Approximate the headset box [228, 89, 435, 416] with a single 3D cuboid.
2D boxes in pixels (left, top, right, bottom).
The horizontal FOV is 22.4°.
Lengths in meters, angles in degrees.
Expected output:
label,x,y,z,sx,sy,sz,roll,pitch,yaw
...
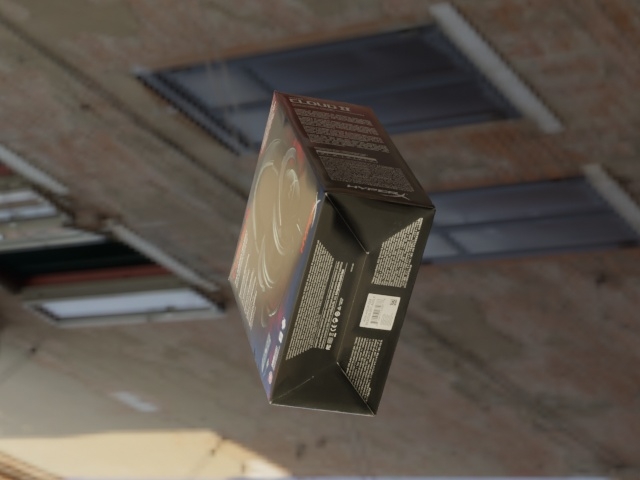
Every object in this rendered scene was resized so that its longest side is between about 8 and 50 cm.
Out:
label,x,y,z,sx,sy,sz,roll,pitch,yaw
headset box,0.000,0.000,0.446,0.032,0.083,0.062,8,-67,-17
